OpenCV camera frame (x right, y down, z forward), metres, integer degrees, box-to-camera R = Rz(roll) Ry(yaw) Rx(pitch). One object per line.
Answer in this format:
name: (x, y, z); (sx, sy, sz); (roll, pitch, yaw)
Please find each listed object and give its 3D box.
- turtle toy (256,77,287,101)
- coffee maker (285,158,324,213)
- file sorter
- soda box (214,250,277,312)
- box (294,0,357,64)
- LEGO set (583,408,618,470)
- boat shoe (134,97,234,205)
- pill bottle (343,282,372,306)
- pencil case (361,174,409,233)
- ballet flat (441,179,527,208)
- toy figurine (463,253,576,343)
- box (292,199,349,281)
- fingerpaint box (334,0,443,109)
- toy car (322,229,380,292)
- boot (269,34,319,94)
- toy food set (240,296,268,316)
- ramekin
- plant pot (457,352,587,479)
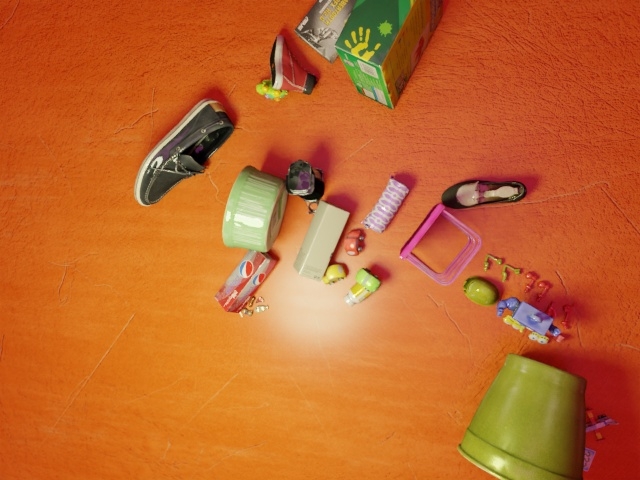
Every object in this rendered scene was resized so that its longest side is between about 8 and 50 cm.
turtle toy: (-0.182, -0.568, 1.731); (0.130, 0.066, 0.095); (22, 54, 11)
coffee maker: (-0.046, -0.193, 1.656); (0.120, 0.178, 0.171); (-23, 86, 13)
file sorter: (0.392, 0.016, 1.508); (0.182, 0.290, 0.202); (38, 99, 7)
soda box: (-0.284, 0.150, 1.756); (0.092, 0.083, 0.263); (43, 101, 29)
box: (0.045, -0.797, 1.684); (0.183, 0.056, 0.231); (43, 100, 9)
LEGO set: (0.856, 0.637, 1.535); (0.182, 0.060, 0.245); (20, 95, 8)
boat shoe: (-0.522, -0.313, 1.762); (0.156, 0.187, 0.500); (44, 95, 14)
pill bottle: (0.144, 0.188, 1.680); (0.116, 0.065, 0.065); (-40, 83, 10)
pencil case: (0.233, -0.123, 1.647); (0.088, 0.086, 0.206); (39, 99, 37)
ballet flat: (0.554, -0.164, 1.563); (0.280, 0.096, 0.096); (-7, 91, 13)
toy figurine: (0.661, 0.203, 1.486); (0.362, 0.217, 0.191); (33, 98, 9)
box: (0.000, 0.000, 1.672); (0.094, 0.113, 0.275); (21, 98, -20)
fingerpaint box: (0.231, -0.667, 1.446); (0.163, 0.445, 0.371); (29, 98, 11)
toy car: (0.121, 0.100, 1.646); (0.225, 0.053, 0.239); (40, 101, 35)
boot: (-0.094, -0.649, 1.715); (0.176, 0.088, 0.245); (4, 64, -21)
toy food set: (-0.270, 0.255, 1.798); (0.122, 0.019, 0.078); (-23, 86, 12)
ramekin: (-0.223, -0.103, 1.644); (0.148, 0.303, 0.304); (16, 95, 4)
plant pot: (0.664, 0.559, 1.452); (0.366, 0.366, 0.353); (17, 83, 12)
